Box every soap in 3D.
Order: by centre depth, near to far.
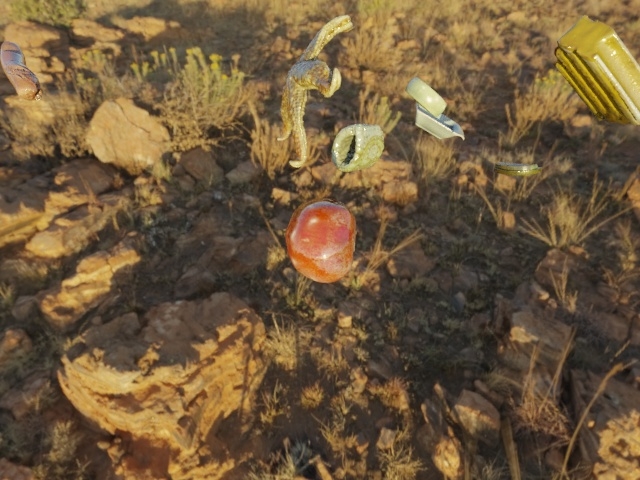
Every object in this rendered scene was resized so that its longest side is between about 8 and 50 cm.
[{"bbox_3d":[0.632,-0.381,0.982,0.080,0.257,0.160,-46,18,11],"label":"soap"}]

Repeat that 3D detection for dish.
[{"bbox_3d":[0.470,-0.462,1.741,0.234,0.064,0.154,29,33,-4],"label":"dish"}]

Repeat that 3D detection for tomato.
[{"bbox_3d":[0.000,0.001,1.154,0.188,0.232,0.232,4,38,3],"label":"tomato"}]

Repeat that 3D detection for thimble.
[{"bbox_3d":[0.136,-0.337,1.543,0.143,0.191,0.137,-15,53,-40],"label":"thimble"}]

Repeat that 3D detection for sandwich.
[{"bbox_3d":[0.582,-0.214,1.287,0.135,0.029,0.067,8,25,35],"label":"sandwich"}]

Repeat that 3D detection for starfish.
[{"bbox_3d":[-0.027,-0.335,0.934,0.094,0.327,0.375,21,15,-22],"label":"starfish"}]

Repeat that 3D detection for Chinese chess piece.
[{"bbox_3d":[0.337,-0.458,1.394,0.144,0.058,0.144,35,21,-15],"label":"Chinese chess piece"}]

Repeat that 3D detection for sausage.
[{"bbox_3d":[-0.886,-0.499,1.272,0.078,0.078,0.304,-27,54,-25],"label":"sausage"}]
